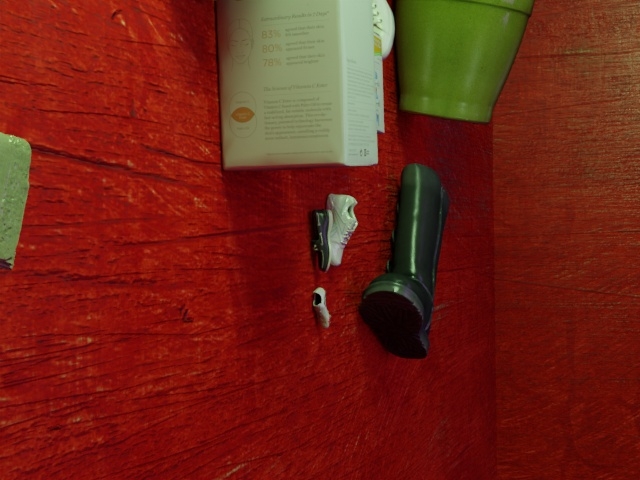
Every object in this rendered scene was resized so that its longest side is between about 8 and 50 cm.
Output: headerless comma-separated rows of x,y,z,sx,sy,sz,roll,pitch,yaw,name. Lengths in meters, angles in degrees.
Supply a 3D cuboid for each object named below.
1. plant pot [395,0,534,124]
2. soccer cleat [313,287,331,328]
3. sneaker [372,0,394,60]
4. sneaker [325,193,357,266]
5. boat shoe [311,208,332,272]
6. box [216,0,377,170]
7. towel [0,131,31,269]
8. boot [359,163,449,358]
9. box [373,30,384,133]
0.339,-0.479,2.370,0.366,0.366,0.353,-16,116,-68,plant pot
0.000,0.135,1.862,0.035,0.029,0.083,-14,99,-59,soccer cleat
0.081,-0.524,2.001,0.123,0.105,0.290,10,69,-64,sneaker
0.042,-0.022,1.926,0.053,0.061,0.152,21,71,-69,sneaker
0.000,0.000,1.849,0.046,0.038,0.125,-162,-106,-69,boat shoe
-0.036,-0.288,1.526,0.168,0.214,0.346,-12,101,-68,box
-0.349,-0.047,0.977,0.110,0.027,0.148,30,63,-65,towel
0.217,0.010,2.244,0.367,0.146,0.445,71,30,-60,boot
0.059,-0.318,1.902,0.103,0.114,0.203,1,88,-67,box
